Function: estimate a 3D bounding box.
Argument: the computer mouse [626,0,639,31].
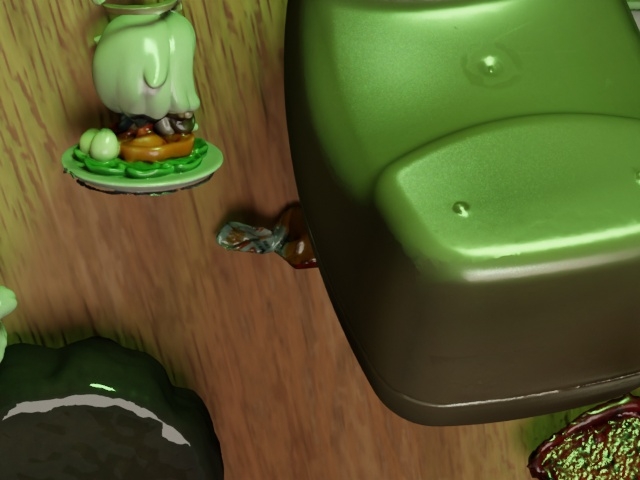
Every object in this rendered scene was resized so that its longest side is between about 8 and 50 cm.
[{"bbox_3d":[0.241,-0.105,1.286,0.126,0.056,0.245,-4,126,-13],"label":"computer mouse"}]

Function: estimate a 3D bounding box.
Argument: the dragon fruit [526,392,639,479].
[{"bbox_3d":[0.296,0.225,1.536,0.161,0.120,0.127,21,163,-1],"label":"dragon fruit"}]

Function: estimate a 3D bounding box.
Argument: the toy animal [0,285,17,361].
[{"bbox_3d":[-0.341,0.020,1.176,0.131,0.103,0.220,-28,128,6],"label":"toy animal"}]

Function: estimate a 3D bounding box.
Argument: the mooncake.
[{"bbox_3d":[-0.227,0.215,1.329,0.283,0.141,0.283,-5,117,-10],"label":"mooncake"}]

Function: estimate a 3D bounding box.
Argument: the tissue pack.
[{"bbox_3d":[0.116,-0.054,1.083,0.267,0.387,0.276,-9,144,-10],"label":"tissue pack"}]

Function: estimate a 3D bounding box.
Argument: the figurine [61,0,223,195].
[{"bbox_3d":[-0.141,-0.125,1.133,0.132,0.132,0.153,-4,113,-13],"label":"figurine"}]

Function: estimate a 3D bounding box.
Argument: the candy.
[{"bbox_3d":[0.000,0.000,1.298,0.182,0.046,0.053,2,126,-20],"label":"candy"}]
